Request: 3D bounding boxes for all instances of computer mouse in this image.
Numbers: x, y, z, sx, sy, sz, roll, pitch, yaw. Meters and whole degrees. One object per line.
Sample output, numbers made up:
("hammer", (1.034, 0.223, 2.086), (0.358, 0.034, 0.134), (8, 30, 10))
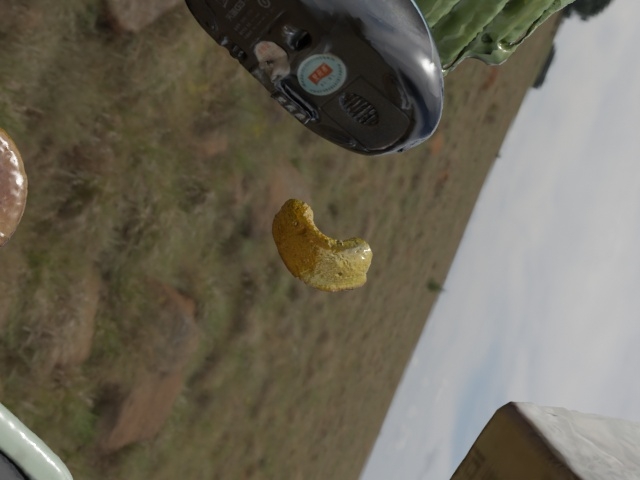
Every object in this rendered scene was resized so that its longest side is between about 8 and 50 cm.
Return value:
("computer mouse", (0.003, -0.165, 0.724), (0.137, 0.233, 0.096), (-27, -155, 51))

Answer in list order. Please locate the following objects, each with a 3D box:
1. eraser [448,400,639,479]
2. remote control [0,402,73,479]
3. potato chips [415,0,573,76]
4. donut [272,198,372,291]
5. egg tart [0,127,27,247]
("eraser", (0.079, 0.250, 0.547), (0.343, 0.144, 0.078), (-61, -141, 17))
("remote control", (-0.220, 0.037, 0.370), (0.038, 0.309, 0.090), (-3, -139, 53))
("potato chips", (0.157, -0.331, 0.857), (0.429, 0.358, 0.070), (-47, -137, 28))
("donut", (0.000, 0.000, 0.790), (0.083, 0.067, 0.038), (66, -31, 27))
("egg tart", (-0.387, -0.055, 0.937), (0.215, 0.171, 0.215), (-3, 94, -43))
